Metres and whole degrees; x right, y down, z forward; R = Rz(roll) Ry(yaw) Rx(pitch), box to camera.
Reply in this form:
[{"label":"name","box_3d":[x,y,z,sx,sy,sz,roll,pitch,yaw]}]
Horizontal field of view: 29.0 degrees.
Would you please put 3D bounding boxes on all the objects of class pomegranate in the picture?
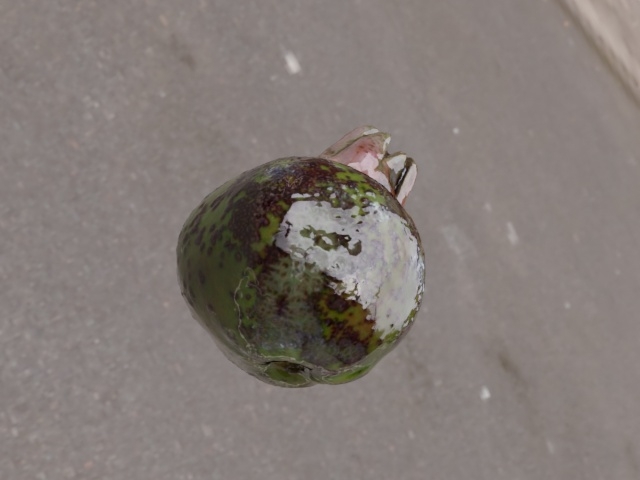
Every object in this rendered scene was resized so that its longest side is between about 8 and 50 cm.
[{"label":"pomegranate","box_3d":[0.005,0.011,0.664,0.163,0.138,0.125,-25,82,-34]}]
